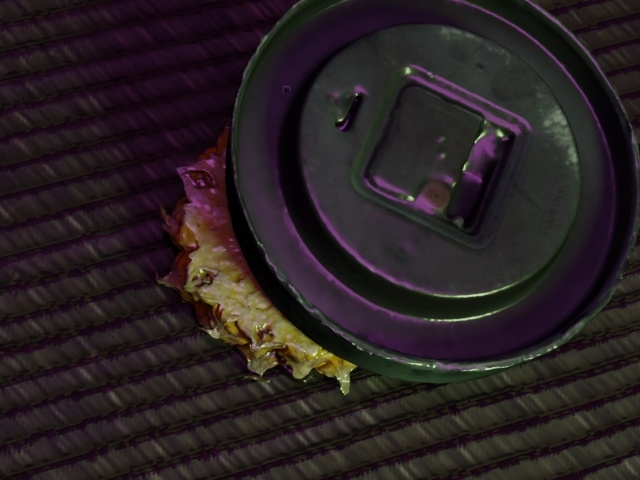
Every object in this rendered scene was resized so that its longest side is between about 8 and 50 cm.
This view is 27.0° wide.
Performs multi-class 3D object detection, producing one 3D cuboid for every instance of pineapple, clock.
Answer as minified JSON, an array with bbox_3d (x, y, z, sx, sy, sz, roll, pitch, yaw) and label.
[{"bbox_3d":[0.000,0.000,0.884,0.221,0.047,0.221,3,74,-10],"label":"pineapple"},{"bbox_3d":[0.071,-0.044,0.866,0.280,0.055,0.281,4,70,-12],"label":"clock"}]
